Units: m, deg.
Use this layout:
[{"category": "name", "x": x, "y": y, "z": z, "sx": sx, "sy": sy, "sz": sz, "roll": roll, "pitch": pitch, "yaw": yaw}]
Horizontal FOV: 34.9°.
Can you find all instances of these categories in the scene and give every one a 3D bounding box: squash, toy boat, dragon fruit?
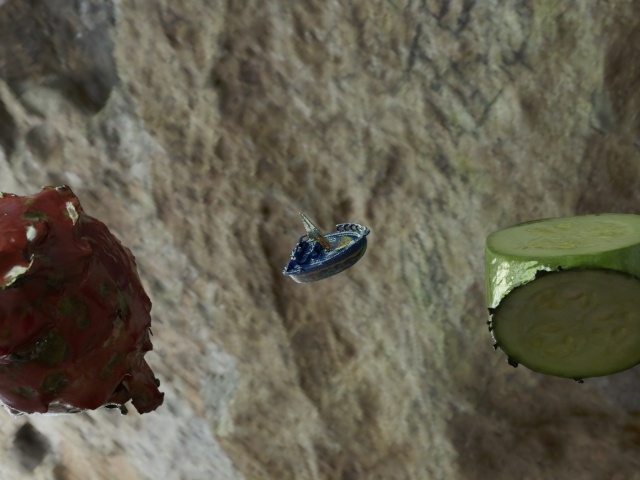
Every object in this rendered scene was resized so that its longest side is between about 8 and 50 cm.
[{"category": "squash", "x": 0.265, "y": 0.002, "z": 1.075, "sx": 0.189, "sy": 0.261, "sz": 0.189, "roll": 6, "pitch": -45, "yaw": 6}, {"category": "toy boat", "x": 0.000, "y": 0.000, "z": 1.534, "sx": 0.175, "sy": 0.091, "sz": 0.110, "roll": -16, "pitch": -53, "yaw": 39}, {"category": "dragon fruit", "x": -0.257, "y": 0.076, "z": 0.982, "sx": 0.210, "sy": 0.205, "sz": 0.268, "roll": -26, "pitch": -58, "yaw": 26}]
